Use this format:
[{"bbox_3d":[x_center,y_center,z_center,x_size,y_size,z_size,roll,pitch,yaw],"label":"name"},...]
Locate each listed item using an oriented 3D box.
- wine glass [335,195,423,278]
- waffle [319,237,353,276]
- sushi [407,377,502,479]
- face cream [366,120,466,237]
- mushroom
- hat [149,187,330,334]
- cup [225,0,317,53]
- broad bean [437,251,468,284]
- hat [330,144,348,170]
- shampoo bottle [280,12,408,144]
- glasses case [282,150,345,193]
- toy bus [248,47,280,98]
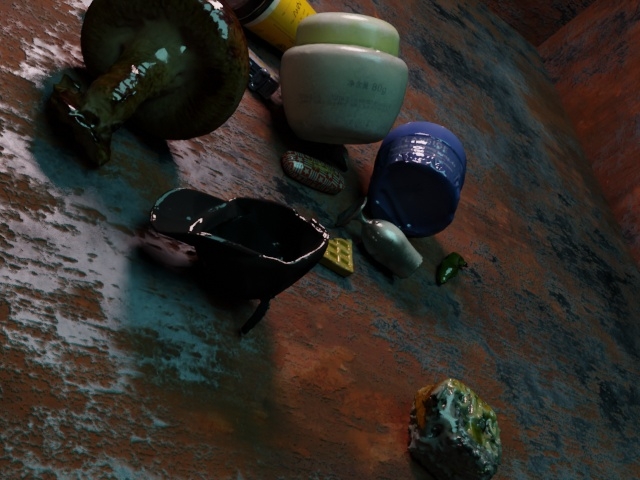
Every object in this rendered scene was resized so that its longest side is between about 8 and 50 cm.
[{"bbox_3d":[0.149,-0.002,1.950,0.222,0.103,0.103,43,34,-14],"label":"wine glass"},{"bbox_3d":[0.000,0.000,1.820,0.191,0.032,0.125,33,39,-29],"label":"waffle"},{"bbox_3d":[0.283,0.407,1.679,0.274,0.139,0.184,43,35,-19],"label":"sushi"},{"bbox_3d":[0.258,-0.159,2.093,0.249,0.249,0.225,41,36,-17],"label":"face cream"},{"bbox_3d":[-0.331,-0.356,1.518,0.331,0.334,0.356,58,23,10],"label":"mushroom"},{"bbox_3d":[-0.171,0.037,1.494,0.336,0.208,0.238,6,31,-27],"label":"hat"},{"bbox_3d":[-0.114,-0.620,2.152,0.280,0.196,0.196,32,37,-40],"label":"cup"},{"bbox_3d":[0.366,0.070,2.196,0.061,0.046,0.195,54,31,8],"label":"broad bean"},{"bbox_3d":[0.050,-0.223,2.102,0.087,0.042,0.058,67,21,-50],"label":"hat"},{"bbox_3d":[0.058,-0.396,1.984,0.322,0.323,0.317,3,91,-50],"label":"shampoo bottle"},{"bbox_3d":[-0.011,-0.168,1.955,0.195,0.049,0.073,18,46,-41],"label":"glasses case"},{"bbox_3d":[-0.186,-0.448,2.001,0.190,0.064,0.075,41,22,-17],"label":"toy bus"}]
